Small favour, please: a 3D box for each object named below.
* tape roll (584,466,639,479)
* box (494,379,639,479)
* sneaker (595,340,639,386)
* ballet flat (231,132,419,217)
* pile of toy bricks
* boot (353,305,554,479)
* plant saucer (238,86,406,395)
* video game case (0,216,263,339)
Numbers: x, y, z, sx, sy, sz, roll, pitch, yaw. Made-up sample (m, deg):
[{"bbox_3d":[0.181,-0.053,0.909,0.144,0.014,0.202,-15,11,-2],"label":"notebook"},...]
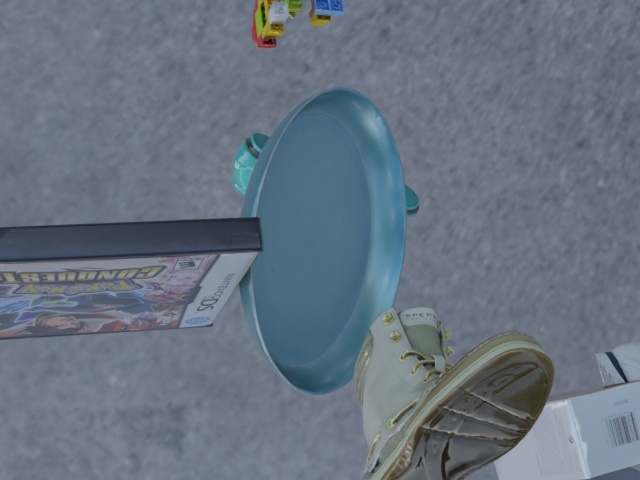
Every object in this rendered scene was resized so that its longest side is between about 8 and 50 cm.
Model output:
[{"bbox_3d":[0.344,0.357,1.722,0.219,0.072,0.219,15,146,11],"label":"tape roll"},{"bbox_3d":[0.292,0.221,1.547,0.170,0.130,0.091,-24,77,59],"label":"box"},{"bbox_3d":[0.428,0.201,1.708,0.095,0.235,0.090,-18,123,-1],"label":"sneaker"},{"bbox_3d":[0.000,-0.058,1.654,0.247,0.083,0.087,17,123,-25],"label":"ballet flat"},{"bbox_3d":[-0.033,-0.300,1.478,0.118,0.212,0.105,1,156,-20],"label":"pile of toy bricks"},{"bbox_3d":[0.089,0.103,1.016,0.077,0.165,0.213,21,127,-19],"label":"boot"},{"bbox_3d":[0.000,0.000,1.399,0.044,0.317,0.317,5,122,31],"label":"plant saucer"},{"bbox_3d":[-0.211,0.040,1.240,0.275,0.035,0.248,-3,162,-17],"label":"video game case"}]
